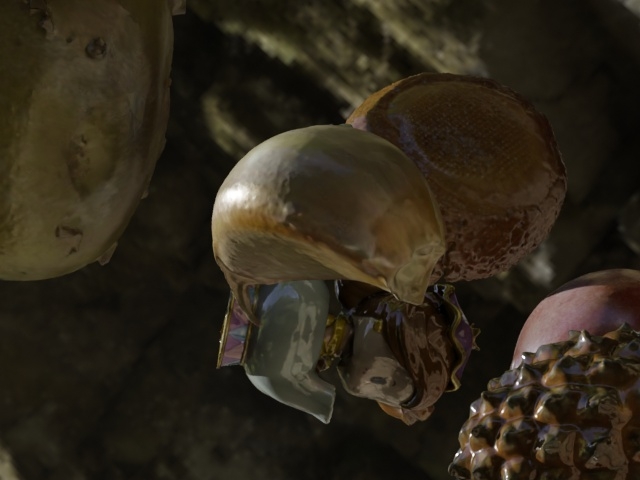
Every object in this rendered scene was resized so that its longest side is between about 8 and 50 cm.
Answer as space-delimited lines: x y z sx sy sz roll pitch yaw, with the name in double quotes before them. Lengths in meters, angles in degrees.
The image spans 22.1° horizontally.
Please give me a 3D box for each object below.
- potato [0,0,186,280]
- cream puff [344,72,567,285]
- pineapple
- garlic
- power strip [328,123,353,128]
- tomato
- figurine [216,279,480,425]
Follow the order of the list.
"potato" -0.303 -0.163 1.865 0.385 0.319 0.442 -18 -60 -45
"cream puff" 0.149 -0.066 2.071 0.303 0.303 0.212 -36 -20 -36
"pineapple" 0.161 0.147 1.100 0.193 0.166 0.166 -26 -10 14
"garlic" -0.008 -0.013 1.375 0.145 0.164 0.245 -25 10 -39
"power strip" 0.022 -0.066 1.541 0.016 0.090 0.040 -5 -11 -32
"tomato" 0.332 0.165 1.903 0.270 0.227 0.270 -177 90 -84
"figurine" 0.032 0.100 1.658 0.142 0.263 0.189 108 170 -64
